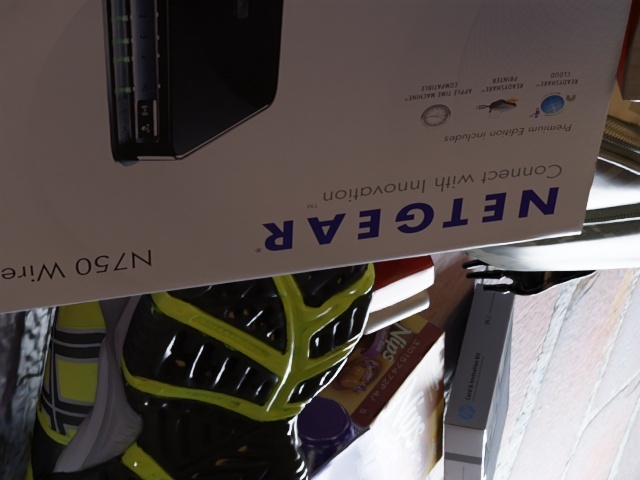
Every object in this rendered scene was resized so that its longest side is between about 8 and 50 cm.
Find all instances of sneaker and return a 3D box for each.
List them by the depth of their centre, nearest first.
[{"bbox_3d":[-0.075,0.056,0.912,0.145,0.147,0.385,1,144,-25],"label":"sneaker"}]

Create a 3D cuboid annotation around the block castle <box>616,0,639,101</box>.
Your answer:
[{"bbox_3d":[0.226,-0.148,0.570,0.453,0.213,0.303,-94,-174,-56],"label":"block castle"}]

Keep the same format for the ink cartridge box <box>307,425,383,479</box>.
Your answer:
[{"bbox_3d":[-0.079,0.294,1.176,0.371,0.069,0.176,-40,149,-17],"label":"ink cartridge box"}]

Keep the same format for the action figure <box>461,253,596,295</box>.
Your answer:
[{"bbox_3d":[0.145,-0.066,1.235,0.276,0.141,0.164,-72,174,-71],"label":"action figure"}]

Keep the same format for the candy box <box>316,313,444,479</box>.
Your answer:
[{"bbox_3d":[0.049,0.148,1.377,0.109,0.053,0.187,-48,155,-29],"label":"candy box"}]

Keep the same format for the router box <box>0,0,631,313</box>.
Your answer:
[{"bbox_3d":[-0.052,-0.113,0.610,0.335,0.082,0.301,-8,136,-11],"label":"router box"}]

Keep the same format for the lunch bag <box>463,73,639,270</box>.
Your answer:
[{"bbox_3d":[0.119,-0.146,0.920,0.256,0.212,0.305,27,66,-50],"label":"lunch bag"}]

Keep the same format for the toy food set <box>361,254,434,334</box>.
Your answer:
[{"bbox_3d":[0.000,0.000,1.066,0.104,0.111,0.232,-24,161,-5],"label":"toy food set"}]

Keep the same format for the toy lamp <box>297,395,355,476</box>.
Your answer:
[{"bbox_3d":[-0.016,0.226,1.304,0.080,0.080,0.275,-40,149,-39],"label":"toy lamp"}]

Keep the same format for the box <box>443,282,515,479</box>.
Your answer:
[{"bbox_3d":[0.137,0.149,1.509,0.186,0.038,0.145,83,20,-53],"label":"box"}]
